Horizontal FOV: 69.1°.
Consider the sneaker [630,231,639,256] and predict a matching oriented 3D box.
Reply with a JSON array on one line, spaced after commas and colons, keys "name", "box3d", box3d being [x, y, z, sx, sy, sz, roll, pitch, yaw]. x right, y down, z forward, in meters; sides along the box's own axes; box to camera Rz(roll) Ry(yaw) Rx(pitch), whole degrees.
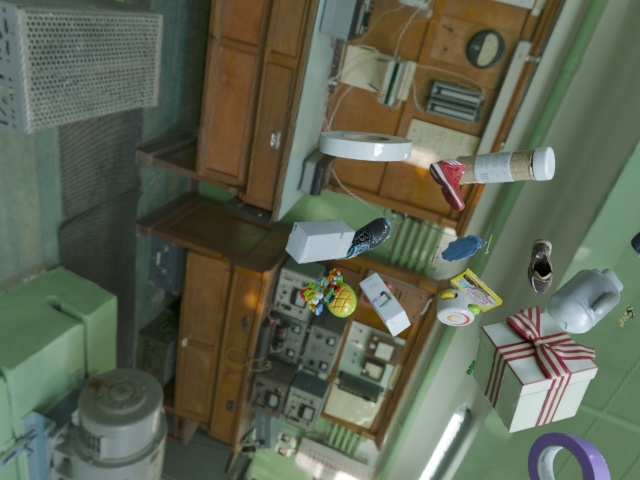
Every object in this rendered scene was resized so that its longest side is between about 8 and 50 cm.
[{"name": "sneaker", "box3d": [0.854, 0.073, 1.060, 0.112, 0.319, 0.131, -51, -157, 39]}]

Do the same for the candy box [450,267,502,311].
[{"name": "candy box", "box3d": [0.665, 0.214, 1.986, 0.027, 0.206, 0.105, -48, -178, -38]}]

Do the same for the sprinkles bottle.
[{"name": "sprinkles bottle", "box3d": [0.706, -0.286, 1.805, 0.121, 0.356, 0.121, -3, 94, -50]}]

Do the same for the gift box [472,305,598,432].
[{"name": "gift box", "box3d": [0.624, 0.360, 1.362, 0.255, 0.277, 0.258, -120, -160, -51]}]

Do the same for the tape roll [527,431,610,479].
[{"name": "tape roll", "box3d": [0.915, 0.862, 1.724, 0.275, 0.090, 0.274, -41, -139, 49]}]

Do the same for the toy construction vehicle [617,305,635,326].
[{"name": "toy construction vehicle", "box3d": [1.330, 0.330, 2.029, 0.098, 0.035, 0.086, -62, 166, 9]}]

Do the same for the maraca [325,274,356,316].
[{"name": "maraca", "box3d": [0.075, 0.228, 1.923, 0.127, 0.185, 0.099, -32, 156, 6]}]

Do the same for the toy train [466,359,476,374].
[{"name": "toy train", "box3d": [0.696, 0.583, 2.134, 0.023, 0.017, 0.083, 47, -58, 49]}]

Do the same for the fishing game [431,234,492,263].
[{"name": "fishing game", "box3d": [0.625, 0.040, 2.052, 0.041, 0.264, 0.189, 58, 38, -21]}]

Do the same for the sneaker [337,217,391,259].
[{"name": "sneaker", "box3d": [0.204, 0.007, 2.315, 0.341, 0.125, 0.140, -37, 171, 27]}]

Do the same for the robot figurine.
[{"name": "robot figurine", "box3d": [1.143, 0.265, 2.025, 0.354, 0.199, 0.300, -37, 179, -10]}]

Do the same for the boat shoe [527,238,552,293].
[{"name": "boat shoe", "box3d": [1.144, 0.160, 2.414, 0.123, 0.123, 0.341, -59, 146, -48]}]

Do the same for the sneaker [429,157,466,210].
[{"name": "sneaker", "box3d": [0.524, -0.228, 1.783, 0.128, 0.221, 0.087, -24, 164, -5]}]

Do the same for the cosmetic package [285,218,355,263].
[{"name": "cosmetic package", "box3d": [0.000, 0.000, 1.731, 0.238, 0.107, 0.127, -10, 130, -42]}]

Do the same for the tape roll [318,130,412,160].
[{"name": "tape roll", "box3d": [0.188, -0.398, 1.937, 0.392, 0.392, 0.071, -47, 145, -67]}]

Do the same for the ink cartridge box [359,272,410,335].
[{"name": "ink cartridge box", "box3d": [0.341, 0.338, 2.452, 0.117, 0.278, 0.201, -33, 143, -1]}]

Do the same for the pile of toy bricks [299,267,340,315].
[{"name": "pile of toy bricks", "box3d": [-0.011, 0.185, 1.738, 0.212, 0.105, 0.118, -46, 145, -45]}]

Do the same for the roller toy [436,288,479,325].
[{"name": "roller toy", "box3d": [0.706, 0.346, 2.436, 0.191, 0.210, 0.146, 109, -4, -56]}]
